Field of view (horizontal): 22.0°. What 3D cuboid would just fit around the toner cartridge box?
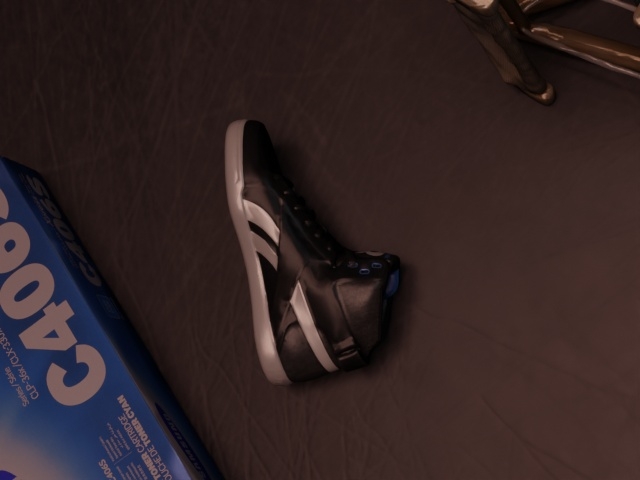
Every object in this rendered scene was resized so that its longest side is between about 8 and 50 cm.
[{"bbox_3d":[-0.231,0.116,1.364,0.165,0.075,0.348,-38,72,10],"label":"toner cartridge box"}]

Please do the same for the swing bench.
[{"bbox_3d":[0.194,-0.199,1.186,0.255,0.253,0.165,0,81,19],"label":"swing bench"}]

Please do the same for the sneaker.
[{"bbox_3d":[0.000,0.000,1.314,0.121,0.079,0.217,-12,85,12],"label":"sneaker"}]
